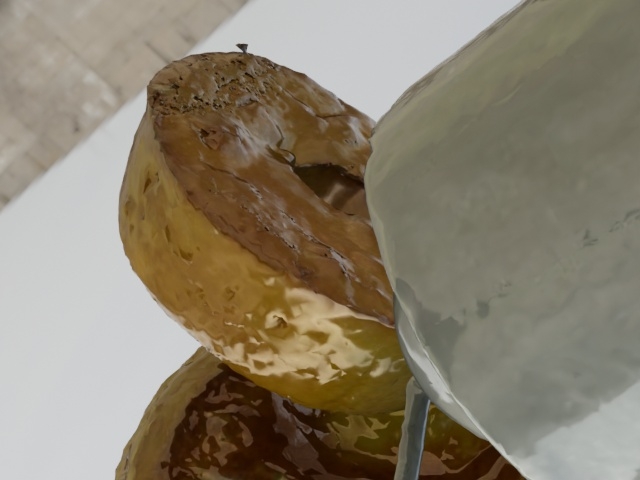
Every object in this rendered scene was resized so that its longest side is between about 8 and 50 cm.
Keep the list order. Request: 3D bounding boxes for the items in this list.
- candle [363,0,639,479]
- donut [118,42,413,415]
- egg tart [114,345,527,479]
[{"bbox_3d":[0.150,-0.022,0.524,0.342,0.221,0.221,-35,-157,29],"label":"candle"},{"bbox_3d":[-0.002,-0.002,0.871,0.108,0.278,0.277,-58,-167,29],"label":"donut"},{"bbox_3d":[0.064,0.225,0.944,0.178,0.443,0.443,87,26,-52],"label":"egg tart"}]
